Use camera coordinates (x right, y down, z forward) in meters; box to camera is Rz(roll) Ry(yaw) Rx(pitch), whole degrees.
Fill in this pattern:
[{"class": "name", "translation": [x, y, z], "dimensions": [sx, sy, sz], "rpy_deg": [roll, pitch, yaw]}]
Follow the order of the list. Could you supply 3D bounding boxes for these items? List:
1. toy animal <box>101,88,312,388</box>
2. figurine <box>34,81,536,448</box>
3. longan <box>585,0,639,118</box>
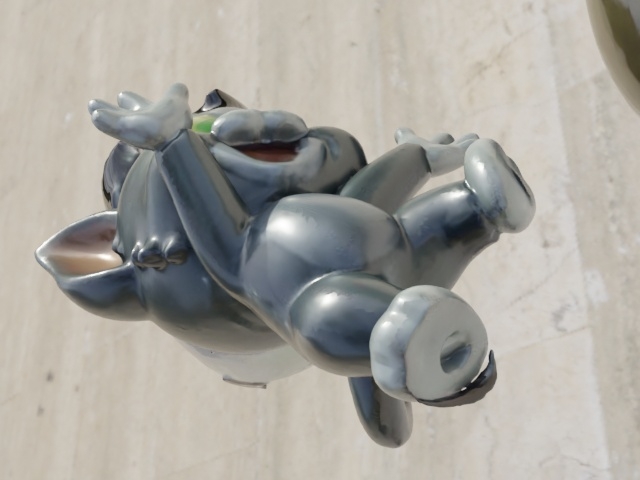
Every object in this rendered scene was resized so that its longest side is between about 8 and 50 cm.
[{"class": "toy animal", "translation": [-0.077, 0.001, 0.963], "dimensions": [0.266, 0.213, 0.212], "rpy_deg": [48, 117, 26]}, {"class": "figurine", "translation": [0.002, 0.005, 0.448], "dimensions": [0.265, 0.193, 0.140], "rpy_deg": [41, 136, 47]}, {"class": "longan", "translation": [0.347, -0.226, 0.740], "dimensions": [0.361, 0.361, 0.360], "rpy_deg": [-23, 59, 46]}]
